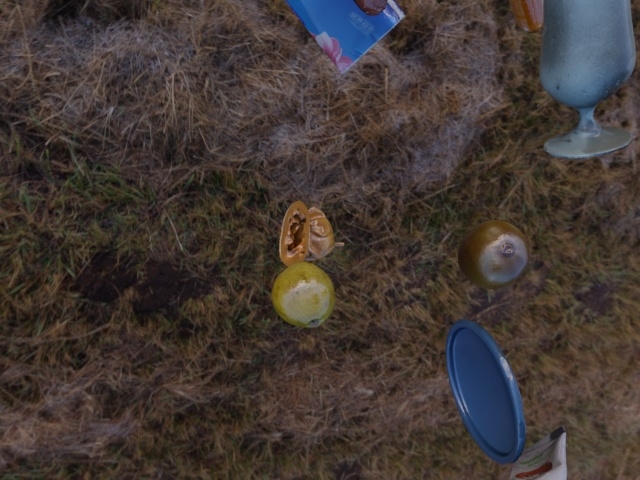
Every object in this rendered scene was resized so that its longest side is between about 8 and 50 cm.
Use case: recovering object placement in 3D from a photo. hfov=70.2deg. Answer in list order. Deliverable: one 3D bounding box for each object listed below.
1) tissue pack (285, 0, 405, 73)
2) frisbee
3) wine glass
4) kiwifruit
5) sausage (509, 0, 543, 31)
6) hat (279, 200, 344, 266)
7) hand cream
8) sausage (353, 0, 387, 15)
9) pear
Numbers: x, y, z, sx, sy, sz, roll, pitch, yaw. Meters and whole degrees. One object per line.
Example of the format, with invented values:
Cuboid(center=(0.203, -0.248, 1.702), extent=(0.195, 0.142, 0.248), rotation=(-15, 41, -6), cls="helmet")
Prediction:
Cuboid(center=(0.054, -0.609, 1.173), extent=(0.209, 0.137, 0.270), rotation=(-31, 107, 35), cls="tissue pack")
Cuboid(center=(0.342, 0.301, 0.935), extent=(0.049, 0.290, 0.290), rotation=(-10, 120, -9), cls="frisbee")
Cuboid(center=(0.315, -0.224, 0.543), extent=(0.103, 0.103, 0.231), rotation=(-23, 118, -8), cls="wine glass")
Cuboid(center=(0.491, 0.042, 1.297), extent=(0.195, 0.234, 0.196), rotation=(0, 85, 4), cls="kiwifruit")
Cuboid(center=(0.406, -0.492, 0.898), extent=(0.071, 0.071, 0.234), rotation=(-51, 143, 10), cls="sausage")
Cuboid(center=(0.000, 0.000, 1.680), extent=(0.233, 0.244, 0.234), rotation=(12, 107, -33), cls="hat")
Cuboid(center=(0.381, 0.419, 0.805), extent=(0.121, 0.076, 0.336), rotation=(-40, 161, 22), cls="hand cream")
Cuboid(center=(0.095, -0.552, 0.993), extent=(0.076, 0.141, 0.076), rotation=(-29, 165, -8), cls="sausage")
Cuboid(center=(-0.049, 0.180, 1.451), extent=(0.208, 0.209, 0.209), rotation=(-9, 119, -16), cls="pear")
